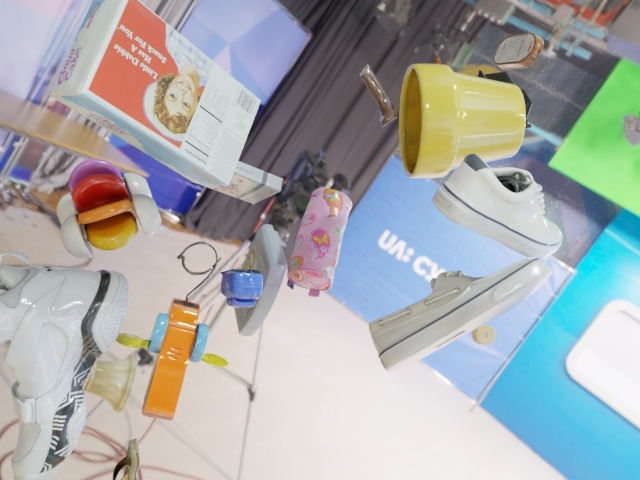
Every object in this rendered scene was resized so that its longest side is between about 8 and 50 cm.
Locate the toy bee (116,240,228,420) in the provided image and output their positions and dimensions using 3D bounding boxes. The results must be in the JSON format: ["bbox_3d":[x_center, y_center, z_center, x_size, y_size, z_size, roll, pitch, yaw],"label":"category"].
[{"bbox_3d":[-0.251,0.175,1.118,0.195,0.298,0.162,38,-19,-9],"label":"toy bee"}]

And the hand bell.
[{"bbox_3d":[-0.518,0.269,1.259,0.241,0.126,0.126,21,14,-26],"label":"hand bell"}]

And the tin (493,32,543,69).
[{"bbox_3d":[0.615,-0.591,1.905,0.040,0.106,0.189,17,4,-25],"label":"tin"}]

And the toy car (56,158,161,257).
[{"bbox_3d":[-0.364,-0.068,1.016,0.182,0.159,0.136,-127,-159,-49],"label":"toy car"}]

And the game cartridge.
[{"bbox_3d":[-0.182,0.125,1.749,0.062,0.297,0.198,12,36,-23],"label":"game cartridge"}]

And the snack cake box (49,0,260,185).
[{"bbox_3d":[-0.220,-0.201,0.864,0.089,0.152,0.264,9,-16,40],"label":"snack cake box"}]

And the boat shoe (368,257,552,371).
[{"bbox_3d":[0.188,0.086,0.859,0.096,0.267,0.088,19,40,-59],"label":"boat shoe"}]

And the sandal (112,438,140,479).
[{"bbox_3d":[-0.422,0.503,1.312,0.049,0.180,0.072,-1,29,-29],"label":"sandal"}]

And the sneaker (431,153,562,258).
[{"bbox_3d":[0.264,-0.044,0.818,0.258,0.091,0.094,14,32,-41],"label":"sneaker"}]

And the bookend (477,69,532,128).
[{"bbox_3d":[0.474,-0.358,1.559,0.156,0.157,0.072,90,-11,-53],"label":"bookend"}]

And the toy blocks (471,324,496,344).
[{"bbox_3d":[0.408,0.225,1.647,0.123,0.054,0.148,52,-2,5],"label":"toy blocks"}]

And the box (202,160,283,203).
[{"bbox_3d":[-0.210,-0.152,1.528,0.186,0.038,0.145,21,-22,-31],"label":"box"}]

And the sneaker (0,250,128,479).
[{"bbox_3d":[-0.462,0.196,0.953,0.210,0.366,0.137,23,-1,-31],"label":"sneaker"}]

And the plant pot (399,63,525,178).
[{"bbox_3d":[0.316,-0.269,1.372,0.238,0.254,0.254,-2,13,-3],"label":"plant pot"}]

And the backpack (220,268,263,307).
[{"bbox_3d":[-0.194,0.120,1.549,0.097,0.101,0.120,0,-9,-24],"label":"backpack"}]

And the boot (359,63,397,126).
[{"bbox_3d":[0.108,-0.284,1.188,0.114,0.037,0.106,59,18,-18],"label":"boot"}]

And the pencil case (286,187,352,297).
[{"bbox_3d":[0.000,0.000,1.583,0.124,0.124,0.284,30,54,-24],"label":"pencil case"}]
